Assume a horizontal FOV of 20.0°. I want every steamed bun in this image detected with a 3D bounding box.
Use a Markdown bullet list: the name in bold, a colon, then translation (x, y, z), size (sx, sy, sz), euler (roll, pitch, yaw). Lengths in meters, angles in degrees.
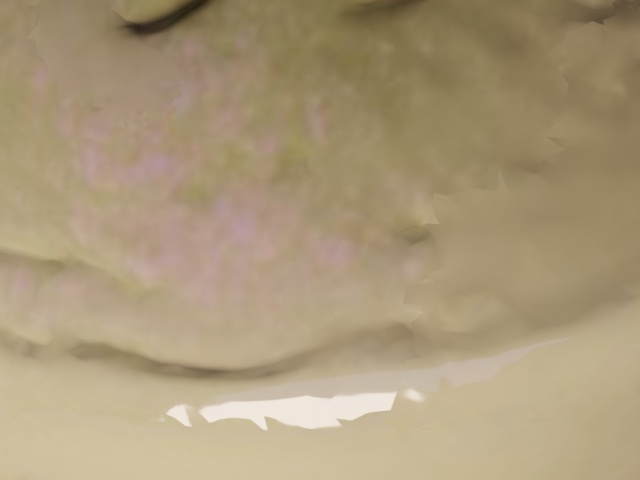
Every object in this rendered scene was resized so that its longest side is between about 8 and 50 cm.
- **steamed bun**: translation (0.000, 0.000, 0.625), size (0.456, 0.290, 0.371), euler (2, 160, 25)
